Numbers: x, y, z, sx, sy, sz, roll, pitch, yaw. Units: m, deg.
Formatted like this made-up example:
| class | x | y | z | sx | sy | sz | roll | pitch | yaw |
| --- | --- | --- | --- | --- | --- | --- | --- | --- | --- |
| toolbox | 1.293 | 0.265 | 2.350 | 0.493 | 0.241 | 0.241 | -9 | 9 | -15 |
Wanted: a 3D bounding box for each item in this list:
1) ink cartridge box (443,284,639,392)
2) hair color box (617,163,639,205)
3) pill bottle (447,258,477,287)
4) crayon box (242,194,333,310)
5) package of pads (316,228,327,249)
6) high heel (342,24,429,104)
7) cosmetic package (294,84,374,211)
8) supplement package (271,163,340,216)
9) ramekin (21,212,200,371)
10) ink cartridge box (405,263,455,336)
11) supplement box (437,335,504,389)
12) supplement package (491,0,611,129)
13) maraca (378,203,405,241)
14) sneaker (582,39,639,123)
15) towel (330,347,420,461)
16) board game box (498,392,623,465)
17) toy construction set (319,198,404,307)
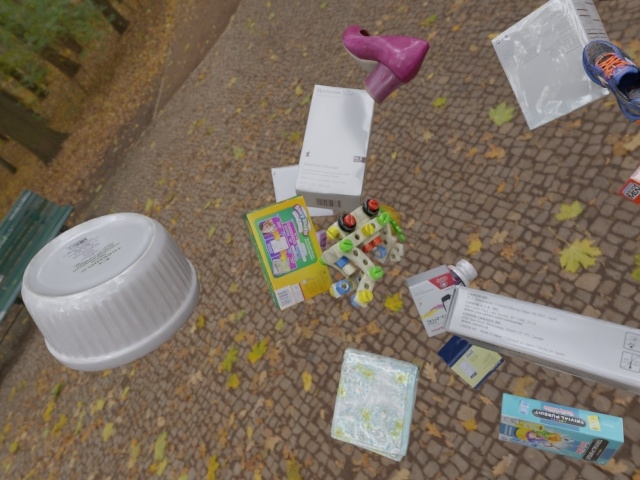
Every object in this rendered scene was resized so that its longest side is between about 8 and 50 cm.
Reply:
| class | x | y | z | sx | sy | sz | roll | pitch | yaw |
| --- | --- | --- | --- | --- | --- | --- | --- | --- | --- |
| ink cartridge box | 0.313 | 0.135 | 0.538 | 0.275 | 0.239 | 0.060 | 13 | 81 | 29 |
| hair color box | 0.572 | -0.071 | 0.673 | 0.167 | 0.053 | 0.093 | 39 | 80 | 24 |
| pill bottle | 0.449 | 0.155 | 1.530 | 0.193 | 0.108 | 0.108 | -38 | 39 | -6 |
| crayon box | -0.088 | 0.032 | 1.203 | 0.165 | 0.279 | 0.081 | -21 | 7 | -19 |
| package of pads | 0.000 | 0.000 | 1.756 | 0.032 | 0.050 | 0.083 | 30 | 125 | 34 |
| high heel | 0.175 | -0.530 | 1.182 | 0.181 | 0.127 | 0.377 | -40 | 46 | 29 |
| cosmetic package | 0.055 | -0.302 | 1.442 | 0.217 | 0.156 | 0.385 | 6 | 74 | 5 |
| supplement package | -0.038 | -0.205 | 1.740 | 0.261 | 0.145 | 0.204 | -1 | 103 | 33 |
| ramekin | -0.276 | 0.054 | 0.576 | 0.207 | 0.109 | 0.207 | -8 | 39 | 6 |
| ink cartridge box | 0.343 | 0.177 | 1.283 | 0.127 | 0.175 | 0.072 | -23 | 14 | 9 |
| supplement box | 0.294 | 0.228 | 0.859 | 0.083 | 0.083 | 0.056 | -47 | 14 | 3 |
| supplement package | 0.625 | -0.463 | 1.142 | 0.198 | 0.263 | 0.199 | -25 | 1 | -41 |
| maraca | 0.243 | -0.063 | 1.559 | 0.099 | 0.127 | 0.186 | -38 | 41 | -1 |
| sneaker | 0.643 | -0.354 | 0.932 | 0.083 | 0.087 | 0.221 | -38 | 62 | 25 |
| towel | 0.218 | 0.654 | 1.767 | 0.320 | 0.090 | 0.375 | 8 | 83 | 23 |
| board game box | 0.779 | 0.630 | 1.455 | 0.335 | 0.254 | 0.079 | 5 | 52 | 24 |
| toy construction set | 0.123 | 0.021 | 1.148 | 0.151 | 0.215 | 0.327 | -37 | -3 | 37 |
